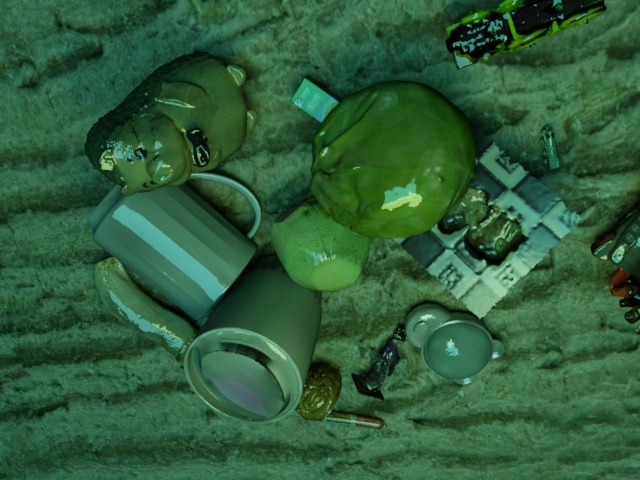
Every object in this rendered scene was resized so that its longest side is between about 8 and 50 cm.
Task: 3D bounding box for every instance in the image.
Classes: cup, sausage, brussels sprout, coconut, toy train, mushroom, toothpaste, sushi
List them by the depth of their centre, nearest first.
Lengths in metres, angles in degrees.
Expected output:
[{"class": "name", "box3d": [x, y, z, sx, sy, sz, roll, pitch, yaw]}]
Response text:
[{"class": "toy train", "box3d": [0.382, -0.413, 1.041, 0.296, 0.160, 0.101, -17, 101, 13]}, {"class": "brussels sprout", "box3d": [0.147, -0.147, 1.078, 0.327, 0.247, 0.328, -6, 75, 25]}, {"class": "toy train", "box3d": [0.489, -0.198, 1.179, 0.029, 0.045, 0.092, -12, 114, 11]}, {"class": "sushi", "box3d": [0.313, -0.069, 1.200, 0.373, 0.100, 0.296, 43, 108, 12]}, {"class": "toothpaste", "box3d": [0.061, -0.257, 1.214, 0.266, 0.050, 0.065, 34, 113, -7]}, {"class": "coconut", "box3d": [0.000, 0.000, 1.257, 0.235, 0.236, 0.205, 2, 140, 8]}, {"class": "cup", "box3d": [-0.130, 0.209, 1.263, 0.253, 0.372, 0.254, 5, 118, 10]}, {"class": "cup", "box3d": [-0.315, -0.037, 1.288, 0.327, 0.237, 0.323, 42, 83, -10]}, {"class": "mushroom", "box3d": [-0.469, 0.185, 1.471, 0.123, 0.095, 0.351, -44, 102, 2]}, {"class": "sausage", "box3d": [0.061, 0.503, 1.557, 0.253, 0.034, 0.034, 5, 114, 7]}]

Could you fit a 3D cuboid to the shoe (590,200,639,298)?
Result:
[{"class": "shoe", "box3d": [0.677, -0.009, 1.194, 0.170, 0.132, 0.337, -4, 118, 14]}]

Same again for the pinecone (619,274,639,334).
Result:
[{"class": "pinecone", "box3d": [0.704, 0.125, 1.095, 0.207, 0.208, 0.208, 3, 114, 7]}]

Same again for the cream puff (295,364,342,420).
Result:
[{"class": "cream puff", "box3d": [-0.015, 0.396, 1.456, 0.115, 0.150, 0.165, 35, 157, 0]}]

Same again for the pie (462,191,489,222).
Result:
[{"class": "pie", "box3d": [0.391, -0.056, 1.241, 0.163, 0.079, 0.193, 45, 114, 2]}]

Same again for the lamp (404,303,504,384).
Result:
[{"class": "lamp", "box3d": [0.320, 0.256, 1.370, 0.246, 0.108, 0.180, 35, 110, -7]}]

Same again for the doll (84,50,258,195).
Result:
[{"class": "doll", "box3d": [-0.297, -0.228, 1.125, 0.349, 0.247, 0.247, -33, 110, -23]}]

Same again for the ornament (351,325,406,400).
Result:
[{"class": "ornament", "box3d": [0.176, 0.314, 1.436, 0.081, 0.088, 0.203, 28, 104, -25]}]
